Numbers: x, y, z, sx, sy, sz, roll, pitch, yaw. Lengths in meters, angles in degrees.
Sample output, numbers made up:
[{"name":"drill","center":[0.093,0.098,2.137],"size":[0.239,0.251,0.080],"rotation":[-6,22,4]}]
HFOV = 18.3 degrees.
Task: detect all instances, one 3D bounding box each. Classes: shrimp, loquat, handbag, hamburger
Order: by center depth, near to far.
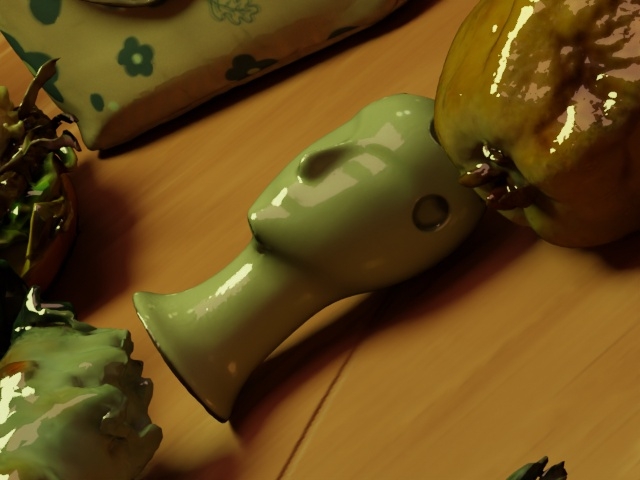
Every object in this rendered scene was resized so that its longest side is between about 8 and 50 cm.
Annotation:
[{"name":"shrimp","center":[-0.068,0.118,0.698],"size":[0.287,0.068,0.185],"rotation":[7,57,51]},{"name":"loquat","center":[0.107,-0.063,0.766],"size":[0.137,0.113,0.137],"rotation":[-26,40,24]},{"name":"hamburger","center":[-0.234,-0.008,1.049],"size":[0.261,0.139,0.243],"rotation":[-37,24,-2]},{"name":"handbag","center":[-0.075,-0.198,1.123],"size":[0.251,0.193,0.190],"rotation":[-23,31,24]}]

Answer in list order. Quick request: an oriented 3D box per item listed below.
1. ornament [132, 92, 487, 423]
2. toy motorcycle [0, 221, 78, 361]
[{"name":"ornament","center":[0.000,0.000,0.824],"size":[0.156,0.081,0.075],"rotation":[-37,40,3]},{"name":"toy motorcycle","center":[-0.240,0.072,0.847],"size":[0.274,0.125,0.187],"rotation":[-22,24,-40]}]
